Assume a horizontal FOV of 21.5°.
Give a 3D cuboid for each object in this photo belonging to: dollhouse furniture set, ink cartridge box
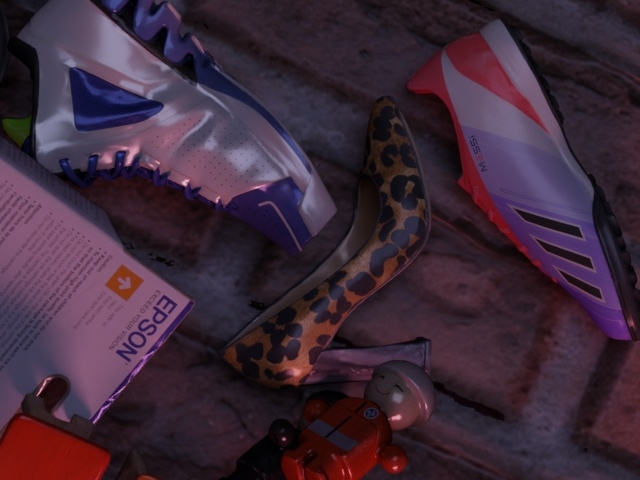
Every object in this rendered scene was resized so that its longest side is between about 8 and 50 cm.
[{"bbox_3d":[-0.254,0.253,1.300,0.262,0.135,0.259,25,103,-14],"label":"dollhouse furniture set"},{"bbox_3d":[-0.326,0.064,1.336,0.330,0.071,0.324,38,101,-18],"label":"ink cartridge box"}]

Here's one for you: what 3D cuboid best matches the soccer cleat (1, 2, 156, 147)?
[{"bbox_3d":[-0.211,-0.151,1.487,0.072,0.060,0.179,35,77,-1],"label":"soccer cleat"}]

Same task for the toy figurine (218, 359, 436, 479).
[{"bbox_3d":[0.045,0.217,1.385,0.148,0.213,0.209,-37,91,-32],"label":"toy figurine"}]

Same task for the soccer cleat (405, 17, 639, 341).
[{"bbox_3d":[0.193,-0.041,1.530,0.116,0.108,0.318,-27,87,8],"label":"soccer cleat"}]

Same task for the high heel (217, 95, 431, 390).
[{"bbox_3d":[0.000,0.000,1.479,0.186,0.093,0.261,-1,83,-11],"label":"high heel"}]

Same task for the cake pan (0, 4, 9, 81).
[{"bbox_3d":[-0.398,-0.203,1.393,0.293,0.054,0.293,14,47,-15],"label":"cake pan"}]

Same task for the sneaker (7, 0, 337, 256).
[{"bbox_3d":[-0.149,-0.086,1.419,0.182,0.127,0.315,-43,94,-4],"label":"sneaker"}]
